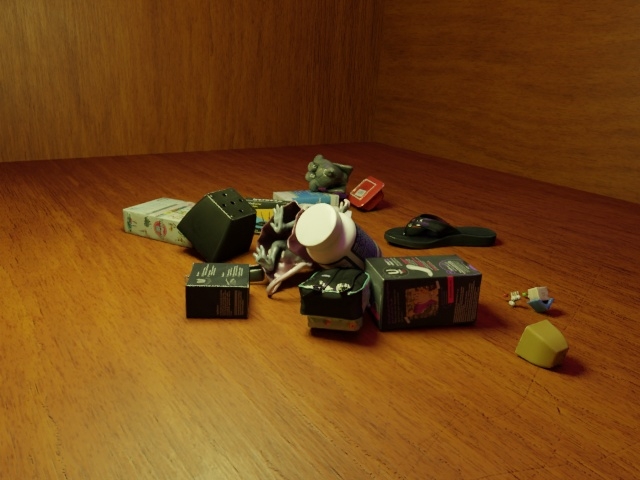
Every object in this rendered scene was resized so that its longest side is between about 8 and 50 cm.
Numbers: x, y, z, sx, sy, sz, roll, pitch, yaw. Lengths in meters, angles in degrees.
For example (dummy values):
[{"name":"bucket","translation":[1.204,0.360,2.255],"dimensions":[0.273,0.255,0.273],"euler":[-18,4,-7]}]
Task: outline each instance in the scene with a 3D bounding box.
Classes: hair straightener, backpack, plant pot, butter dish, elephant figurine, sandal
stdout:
[{"name":"hair straightener","translation":[-0.273,0.108,1.519],"dimensions":[0.231,0.047,0.089],"euler":[-2,20,-15]},{"name":"backpack","translation":[0.044,0.141,1.326],"dimensions":[0.166,0.144,0.188],"euler":[0,20,15]},{"name":"plant pot","translation":[-0.316,-0.062,1.717],"dimensions":[0.187,0.167,0.188],"euler":[44,32,14]},{"name":"plant pot","translation":[0.518,0.246,1.216],"dimensions":[0.081,0.081,0.083],"euler":[-9,35,-32]},{"name":"butter dish","translation":[0.221,-0.192,2.383],"dimensions":[0.160,0.118,0.160],"euler":[-42,31,-4]},{"name":"elephant figurine","translation":[0.069,-0.283,2.348],"dimensions":[0.239,0.169,0.186],"euler":[13,41,-34]},{"name":"sandal","translation":[0.450,-0.046,1.996],"dimensions":[0.446,0.107,0.167],"euler":[-2,20,-14]}]

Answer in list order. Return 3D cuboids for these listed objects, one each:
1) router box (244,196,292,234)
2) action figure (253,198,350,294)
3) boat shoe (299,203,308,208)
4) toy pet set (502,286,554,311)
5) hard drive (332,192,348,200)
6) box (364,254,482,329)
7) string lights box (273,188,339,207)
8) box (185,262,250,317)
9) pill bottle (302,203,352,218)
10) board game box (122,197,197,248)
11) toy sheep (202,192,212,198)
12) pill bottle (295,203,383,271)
[{"name":"router box","translation":[-0.196,-0.086,1.963],"dimensions":[0.179,0.133,0.046],"euler":[4,18,5]},{"name":"action figure","translation":[-0.008,0.022,1.604],"dimensions":[0.370,0.248,0.275],"euler":[19,41,-47]},{"name":"boat shoe","translation":[-0.029,-0.100,2.134],"dimensions":[0.228,0.079,0.081],"euler":[13,27,42]},{"name":"toy pet set","translation":[0.605,0.173,1.499],"dimensions":[0.122,0.065,0.114],"euler":[-2,-15,-23]},{"name":"hard drive","translation":[0.062,-0.207,2.524],"dimensions":[0.135,0.022,0.094],"euler":[-8,22,-30]},{"name":"box","translation":[0.262,0.131,1.395],"dimensions":[0.270,0.143,0.165],"euler":[-1,18,-12]},{"name":"string lights box","translation":[-0.064,-0.171,2.314],"dimensions":[0.260,0.076,0.133],"euler":[-6,21,-26]},{"name":"box","translation":[-0.266,0.128,1.391],"dimensions":[0.158,0.093,0.156],"euler":[2,19,-6]},{"name":"pill bottle","translation":[0.024,-0.079,2.012],"dimensions":[0.187,0.112,0.112],"euler":[5,19,6]},{"name":"board game box","translation":[-0.523,-0.072,1.925],"dimensions":[0.303,0.097,0.224],"euler":[11,21,24]},{"name":"toy sheep","translation":[-0.451,-0.155,2.186],"dimensions":[0.091,0.091,0.132],"euler":[-13,0,-38]},{"name":"pill bottle","translation":[0.054,0.015,1.453],"dimensions":[0.153,0.153,0.265],"euler":[20,-14,40]}]
